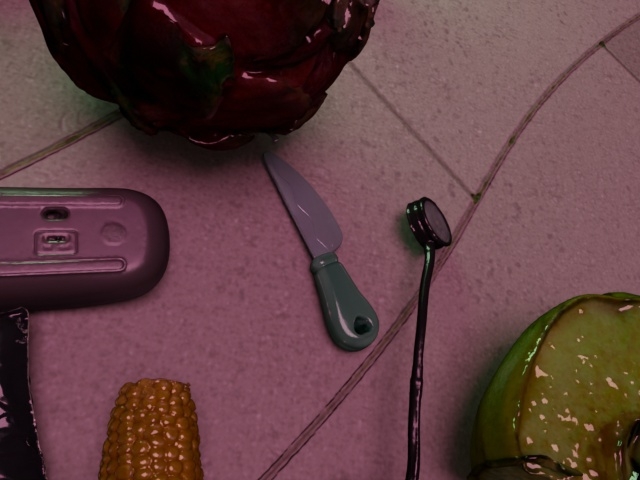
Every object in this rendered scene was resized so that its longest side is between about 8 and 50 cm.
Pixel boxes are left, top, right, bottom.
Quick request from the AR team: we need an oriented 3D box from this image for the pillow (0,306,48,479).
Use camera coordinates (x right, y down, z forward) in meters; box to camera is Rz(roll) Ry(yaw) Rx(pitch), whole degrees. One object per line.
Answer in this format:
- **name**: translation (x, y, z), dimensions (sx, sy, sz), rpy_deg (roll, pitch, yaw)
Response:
- **pillow**: translation (-0.286, 0.165, 0.381), dimensions (0.141, 0.055, 0.209), rpy_deg (-11, 74, -25)

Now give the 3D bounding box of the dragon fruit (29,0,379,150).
- **dragon fruit**: translation (-0.112, -0.246, 0.489), dimensions (0.328, 0.329, 0.330), rpy_deg (7, 65, -16)

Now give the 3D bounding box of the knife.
- **knife**: translation (0.002, 0.000, 0.570), dimensions (0.063, 0.035, 0.261), rpy_deg (-12, 68, -27)

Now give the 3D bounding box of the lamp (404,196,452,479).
- **lamp**: translation (0.081, 0.111, 0.527), dimensions (0.130, 0.108, 0.372), rpy_deg (31, 47, -38)

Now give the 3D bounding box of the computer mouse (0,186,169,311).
- **computer mouse**: translation (-0.261, 0.004, 0.462), dimensions (0.232, 0.057, 0.120), rpy_deg (-3, 68, -23)

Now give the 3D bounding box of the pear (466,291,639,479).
- **pear**: translation (0.275, 0.164, 0.520), dimensions (0.238, 0.164, 0.256), rpy_deg (18, 56, 1)

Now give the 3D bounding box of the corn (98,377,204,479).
- **corn**: translation (-0.129, 0.241, 0.381), dimensions (0.091, 0.091, 0.260), rpy_deg (-14, 65, 20)
